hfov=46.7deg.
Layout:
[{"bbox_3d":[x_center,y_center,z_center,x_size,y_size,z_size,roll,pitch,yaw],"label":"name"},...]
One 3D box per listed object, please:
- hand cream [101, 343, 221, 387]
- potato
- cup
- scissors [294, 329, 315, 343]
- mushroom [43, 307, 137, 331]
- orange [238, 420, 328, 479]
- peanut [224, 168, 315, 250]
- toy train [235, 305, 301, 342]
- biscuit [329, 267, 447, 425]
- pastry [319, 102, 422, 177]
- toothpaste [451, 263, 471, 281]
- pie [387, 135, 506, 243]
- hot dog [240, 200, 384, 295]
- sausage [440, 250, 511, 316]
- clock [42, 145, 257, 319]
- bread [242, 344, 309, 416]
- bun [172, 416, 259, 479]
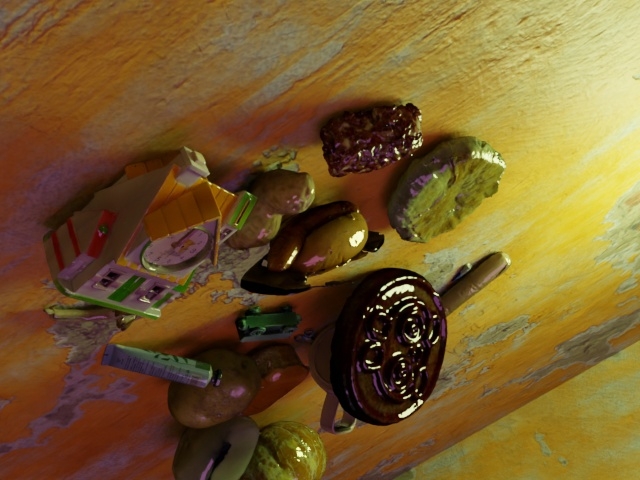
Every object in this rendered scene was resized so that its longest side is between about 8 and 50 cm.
[{"bbox_3d":[-0.362,0.289,1.706,0.271,0.058,0.091,15,138,-15],"label":"hand cream"},{"bbox_3d":[-0.265,0.366,1.848,0.228,0.197,0.148,-55,-177,22],"label":"potato"},{"bbox_3d":[0.083,0.380,2.052,0.288,0.208,0.273,-43,147,-2],"label":"cup"},{"bbox_3d":[-0.026,0.272,2.016,0.058,0.014,0.119,-31,145,11],"label":"scissors"},{"bbox_3d":[-0.458,0.151,1.486,0.187,0.061,0.060,-1,146,-29],"label":"mushroom"},{"bbox_3d":[-0.135,0.717,2.360,0.329,0.249,0.329,-40,170,-9],"label":"orange"},{"bbox_3d":[-0.102,-0.060,1.379,0.103,0.098,0.229,43,120,-10],"label":"peanut"},{"bbox_3d":[-0.129,0.205,1.796,0.172,0.070,0.099,0,151,-35],"label":"toy train"},{"bbox_3d":[0.187,0.271,1.871,0.407,0.091,0.408,-10,105,-42],"label":"biscuit"},{"bbox_3d":[0.098,-0.183,1.356,0.208,0.097,0.115,-14,157,-22],"label":"pastry"},{"bbox_3d":[0.391,0.092,2.055,0.024,0.015,0.083,-7,150,-30],"label":"toothpaste"},{"bbox_3d":[0.271,-0.110,1.609,0.306,0.071,0.306,-22,149,-14],"label":"pie"},{"bbox_3d":[-0.004,-0.002,1.452,0.326,0.194,0.107,-39,133,-54],"label":"hot dog"},{"bbox_3d":[0.414,0.134,2.088,0.065,0.066,0.301,13,130,-46],"label":"sausage"},{"bbox_3d":[-0.272,-0.018,1.258,0.309,0.166,0.235,-39,147,18],"label":"clock"},{"bbox_3d":[-0.155,0.379,1.983,0.245,0.121,0.174,-42,144,21],"label":"bread"},{"bbox_3d":[-0.323,0.603,2.141,0.293,0.187,0.293,-44,152,-30],"label":"bun"}]
